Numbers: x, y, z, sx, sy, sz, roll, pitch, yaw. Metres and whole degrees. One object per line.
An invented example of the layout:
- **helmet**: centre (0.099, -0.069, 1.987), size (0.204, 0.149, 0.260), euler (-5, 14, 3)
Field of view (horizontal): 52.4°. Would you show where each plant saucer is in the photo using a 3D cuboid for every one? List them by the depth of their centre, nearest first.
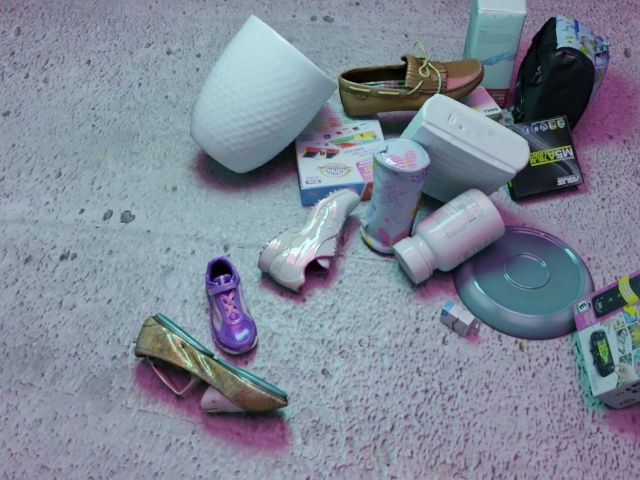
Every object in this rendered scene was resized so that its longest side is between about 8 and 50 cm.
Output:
- **plant saucer**: centre (0.461, 0.078, 1.469), size (0.318, 0.043, 0.317), euler (0, 50, 1)

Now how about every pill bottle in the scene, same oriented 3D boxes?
- **pill bottle**: centre (0.283, -0.006, 1.458), size (0.229, 0.131, 0.131), euler (-33, 55, -3)

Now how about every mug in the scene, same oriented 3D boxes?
- **mug**: centre (-0.169, -0.361, 1.683), size (0.276, 0.328, 0.374), euler (37, 10, -16)

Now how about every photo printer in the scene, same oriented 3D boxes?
- **photo printer**: centre (0.303, -0.188, 1.511), size (0.256, 0.307, 0.107), euler (27, 72, -2)

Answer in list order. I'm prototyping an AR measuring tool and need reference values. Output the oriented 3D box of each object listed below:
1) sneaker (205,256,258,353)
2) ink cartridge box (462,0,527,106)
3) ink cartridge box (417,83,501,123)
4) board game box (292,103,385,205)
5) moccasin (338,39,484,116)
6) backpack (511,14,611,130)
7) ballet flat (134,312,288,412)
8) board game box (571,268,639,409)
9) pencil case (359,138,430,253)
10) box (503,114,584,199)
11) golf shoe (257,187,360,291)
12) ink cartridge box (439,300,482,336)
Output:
- **sneaker**: centre (-0.199, 0.128, 1.386), size (0.095, 0.104, 0.236), euler (-13, 52, -13)
- **ink cartridge box**: centre (0.483, -0.564, 1.836), size (0.131, 0.306, 0.226), euler (6, 51, 5)
- **ink cartridge box**: centre (0.397, -0.294, 1.747), size (0.189, 0.097, 0.255), euler (-14, 50, -11)
- **board game box**: centre (0.050, -0.236, 1.718), size (0.242, 0.064, 0.316), euler (-5, 50, -4)
- **moccasin**: centre (0.236, -0.428, 1.708), size (0.380, 0.147, 0.139), euler (-3, 52, 9)
- **backpack**: centre (0.660, -0.463, 1.796), size (0.273, 0.290, 0.355), euler (8, 43, -4)
- **ballet flat**: centre (-0.225, 0.267, 1.275), size (0.348, 0.123, 0.123), euler (27, 55, 20)
- **board game box**: centre (0.651, 0.160, 1.236), size (0.097, 0.303, 0.224), euler (29, 44, -28)
- **pencil case**: centre (0.164, -0.098, 1.471), size (0.124, 0.273, 0.113), euler (25, 48, 15)
- **box**: centre (0.555, -0.211, 1.654), size (0.191, 0.045, 0.184), euler (-11, 82, -10)
- **golf shoe**: centre (0.000, 0.000, 1.504), size (0.140, 0.115, 0.306), euler (42, 67, 17)
- **ink cartridge box**: centre (0.297, 0.171, 1.385), size (0.083, 0.048, 0.028), euler (33, 57, 25)
